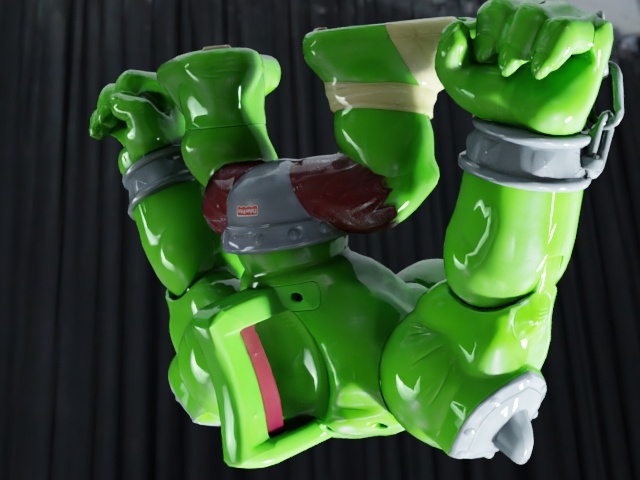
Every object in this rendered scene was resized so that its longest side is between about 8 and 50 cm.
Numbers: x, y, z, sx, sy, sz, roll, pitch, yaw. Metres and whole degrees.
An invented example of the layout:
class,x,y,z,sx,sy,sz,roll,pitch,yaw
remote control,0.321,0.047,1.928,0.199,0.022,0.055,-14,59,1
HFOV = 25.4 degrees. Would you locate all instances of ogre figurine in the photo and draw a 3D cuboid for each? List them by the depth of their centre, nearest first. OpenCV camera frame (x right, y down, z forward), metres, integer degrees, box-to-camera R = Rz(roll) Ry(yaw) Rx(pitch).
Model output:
class,x,y,z,sx,sy,sz,roll,pitch,yaw
ogre figurine,0.000,0.000,0.409,0.197,0.118,0.097,-3,-177,28
